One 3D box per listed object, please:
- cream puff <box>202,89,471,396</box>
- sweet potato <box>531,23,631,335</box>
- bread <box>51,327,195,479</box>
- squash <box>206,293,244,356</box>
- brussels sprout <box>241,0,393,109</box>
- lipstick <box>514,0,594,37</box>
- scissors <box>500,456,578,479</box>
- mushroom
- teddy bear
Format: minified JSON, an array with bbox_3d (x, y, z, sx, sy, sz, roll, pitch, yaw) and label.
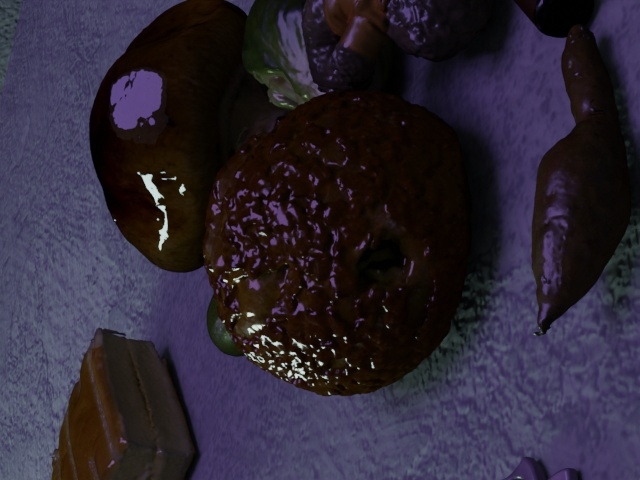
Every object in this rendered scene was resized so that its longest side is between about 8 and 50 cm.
[{"bbox_3d":[0.000,0.000,1.393,0.303,0.212,0.303,-172,90,-68],"label":"cream puff"},{"bbox_3d":[0.204,-0.055,1.157,0.075,0.075,0.269,-33,41,56],"label":"sweet potato"},{"bbox_3d":[-0.269,0.276,1.949,0.239,0.111,0.246,-63,29,27],"label":"bread"},{"bbox_3d":[-0.042,0.013,1.617,0.341,0.094,0.094,-56,33,38],"label":"squash"},{"bbox_3d":[-0.001,-0.200,1.560,0.183,0.131,0.145,26,93,40],"label":"brussels sprout"},{"bbox_3d":[0.155,-0.285,1.372,0.057,0.057,0.356,-64,28,27],"label":"lipstick"},{"bbox_3d":[0.158,0.276,1.161,0.110,0.021,0.212,1,80,61],"label":"scissors"},{"bbox_3d":[-0.130,-0.120,1.770,0.345,0.260,0.345,10,-90,-87],"label":"mushroom"},{"bbox_3d":[0.075,-0.222,1.405,0.190,0.140,0.177,14,54,37],"label":"teddy bear"}]
